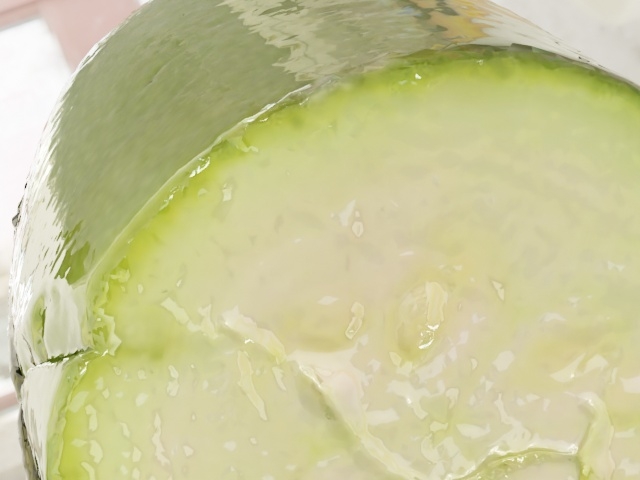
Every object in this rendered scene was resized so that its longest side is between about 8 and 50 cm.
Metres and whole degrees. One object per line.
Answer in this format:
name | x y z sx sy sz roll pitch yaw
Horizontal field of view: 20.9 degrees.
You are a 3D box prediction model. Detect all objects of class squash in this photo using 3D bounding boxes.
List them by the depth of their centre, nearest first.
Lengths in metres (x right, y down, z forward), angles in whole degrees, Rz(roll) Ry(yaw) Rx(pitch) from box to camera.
squash | 0.000 0.000 0.645 0.309 0.233 0.210 -141 54 -71
